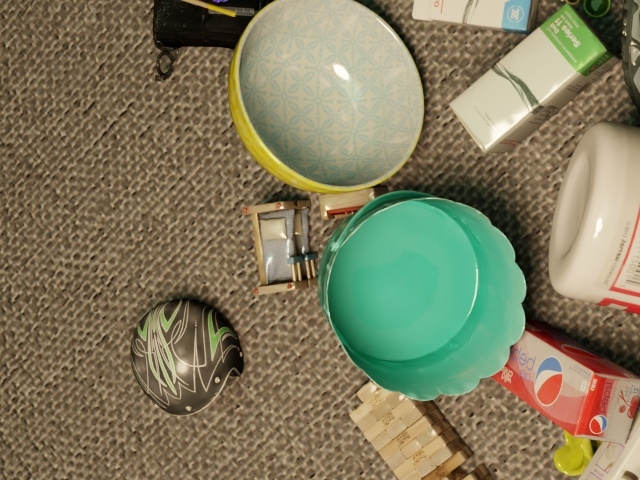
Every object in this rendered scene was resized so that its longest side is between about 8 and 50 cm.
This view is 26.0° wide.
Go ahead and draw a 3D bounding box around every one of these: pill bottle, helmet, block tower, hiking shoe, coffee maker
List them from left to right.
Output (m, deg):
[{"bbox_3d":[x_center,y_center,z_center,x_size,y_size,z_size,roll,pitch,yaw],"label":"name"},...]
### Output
[{"bbox_3d":[-0.203,0.171,2.054,0.169,0.161,0.169,1,94,19],"label":"helmet"},{"bbox_3d":[-0.145,-0.318,2.043,0.178,0.120,0.171,9,114,20],"label":"coffee maker"},{"bbox_3d":[0.178,0.335,1.974,0.091,0.097,0.335,-41,79,16],"label":"block tower"},{"bbox_3d":[0.471,-0.212,1.843,0.132,0.113,0.304,-7,101,13],"label":"hiking shoe"},{"bbox_3d":[0.509,0.002,1.731,0.408,0.229,0.229,13,98,-3],"label":"pill bottle"}]

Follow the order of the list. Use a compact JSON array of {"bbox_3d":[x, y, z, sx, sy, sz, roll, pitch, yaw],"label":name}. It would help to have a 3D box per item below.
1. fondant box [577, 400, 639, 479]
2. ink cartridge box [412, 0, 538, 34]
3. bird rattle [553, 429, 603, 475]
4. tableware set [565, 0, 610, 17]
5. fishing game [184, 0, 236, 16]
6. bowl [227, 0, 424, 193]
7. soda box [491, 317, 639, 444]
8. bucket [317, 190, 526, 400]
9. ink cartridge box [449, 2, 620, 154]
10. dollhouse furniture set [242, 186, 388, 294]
[{"bbox_3d":[0.476,0.319,1.788,0.238,0.096,0.330,33,89,-12],"label":"fondant box"},{"bbox_3d":[0.213,-0.351,1.937,0.180,0.060,0.104,10,97,18],"label":"ink cartridge box"},{"bbox_3d":[0.437,0.334,1.873,0.207,0.143,0.253,-27,87,2],"label":"bird rattle"},{"bbox_3d":[0.377,-0.389,1.899,0.104,0.024,0.154,25,100,15],"label":"tableware set"},{"bbox_3d":[-0.103,-0.416,1.988,0.189,0.041,0.264,17,59,21],"label":"fishing game"},{"bbox_3d":[-0.016,-0.188,1.956,0.156,0.289,0.289,-31,81,60],"label":"bowl"},{"bbox_3d":[0.314,0.178,1.835,0.083,0.263,0.092,11,99,-23],"label":"soda box"},{"bbox_3d":[0.127,0.065,1.881,0.281,0.183,0.281,-1,98,-10],"label":"bucket"},{"bbox_3d":[0.290,-0.214,1.871,0.208,0.153,0.087,-40,80,16],"label":"ink cartridge box"},{"bbox_3d":[0.000,0.000,1.993,0.184,0.129,0.129,-8,91,19],"label":"dollhouse furniture set"}]
